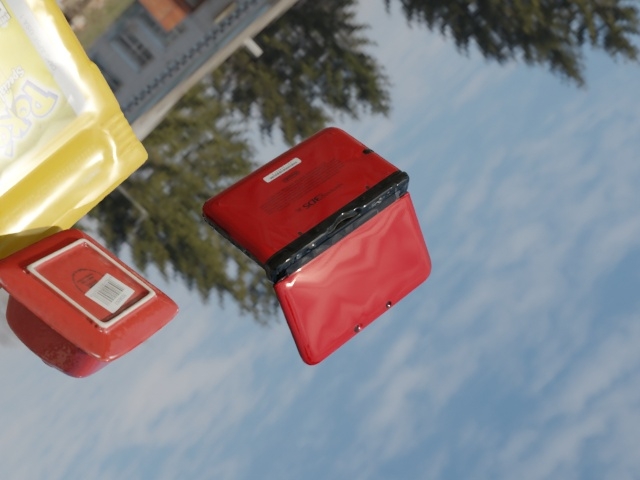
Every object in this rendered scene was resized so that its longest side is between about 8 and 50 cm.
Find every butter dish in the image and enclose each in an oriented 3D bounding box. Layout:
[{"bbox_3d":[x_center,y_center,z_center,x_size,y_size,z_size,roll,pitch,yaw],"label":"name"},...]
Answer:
[{"bbox_3d":[-0.258,0.084,1.131,0.118,0.160,0.160,-58,171,26],"label":"butter dish"}]

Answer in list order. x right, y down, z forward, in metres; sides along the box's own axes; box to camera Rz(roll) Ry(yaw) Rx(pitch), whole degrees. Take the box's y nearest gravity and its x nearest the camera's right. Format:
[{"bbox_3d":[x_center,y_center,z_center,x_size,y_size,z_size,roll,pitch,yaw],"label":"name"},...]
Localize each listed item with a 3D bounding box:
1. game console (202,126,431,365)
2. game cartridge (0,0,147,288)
[{"bbox_3d":[0.000,0.000,0.823,0.144,0.124,0.085,-35,148,-31],"label":"game console"},{"bbox_3d":[-0.357,-0.133,1.133,0.052,0.324,0.285,7,-135,46],"label":"game cartridge"}]
